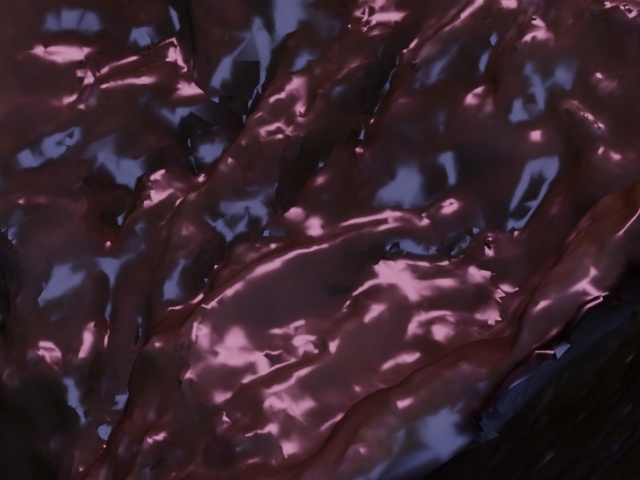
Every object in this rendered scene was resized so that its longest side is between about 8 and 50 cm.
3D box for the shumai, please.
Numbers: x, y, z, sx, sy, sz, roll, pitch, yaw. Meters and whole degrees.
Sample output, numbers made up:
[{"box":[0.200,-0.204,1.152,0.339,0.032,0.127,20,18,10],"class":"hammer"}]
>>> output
[{"box":[-0.002,-0.002,0.503,0.346,0.217,0.283,-45,58,2],"class":"shumai"}]
